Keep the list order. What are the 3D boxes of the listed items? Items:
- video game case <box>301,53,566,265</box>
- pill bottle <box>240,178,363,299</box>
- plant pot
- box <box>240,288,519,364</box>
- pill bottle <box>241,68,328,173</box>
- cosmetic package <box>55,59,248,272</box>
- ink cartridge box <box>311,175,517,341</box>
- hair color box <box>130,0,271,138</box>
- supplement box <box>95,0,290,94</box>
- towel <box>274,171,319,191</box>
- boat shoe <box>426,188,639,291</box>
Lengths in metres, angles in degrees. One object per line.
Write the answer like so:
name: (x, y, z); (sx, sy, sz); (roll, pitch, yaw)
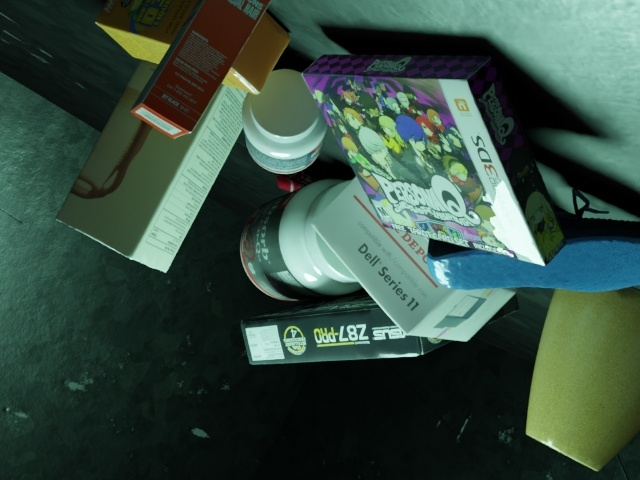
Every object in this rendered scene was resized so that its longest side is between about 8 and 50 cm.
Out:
video game case: (0.106, -0.083, 0.850); (0.232, 0.042, 0.210); (16, 144, 51)
pill bottle: (0.000, 0.000, 1.609); (0.210, 0.210, 0.363); (30, 164, -17)
plant pot: (0.424, 0.210, 1.335); (0.237, 0.254, 0.237); (27, 174, 3)
box: (0.103, 0.134, 1.575); (0.395, 0.097, 0.318); (-11, -176, 41)
pill bottle: (-0.044, -0.148, 1.088); (0.108, 0.108, 0.180); (28, 175, 0)
cosmetic package: (-0.220, -0.120, 1.221); (0.129, 0.296, 0.153); (26, 174, 11)
ink cartridge box: (0.124, 0.022, 1.190); (0.207, 0.119, 0.353); (49, -168, 23)
hair color box: (-0.103, -0.177, 0.793); (0.053, 0.167, 0.093); (31, 174, -17)
supplement box: (-0.147, -0.233, 0.973); (0.233, 0.078, 0.080); (23, 172, 41)
towel: (0.030, -0.074, 1.826); (0.275, 0.031, 0.199); (28, 175, 1)
boat shoe: (0.243, -0.007, 0.928); (0.258, 0.089, 0.109); (2, 140, 5)
